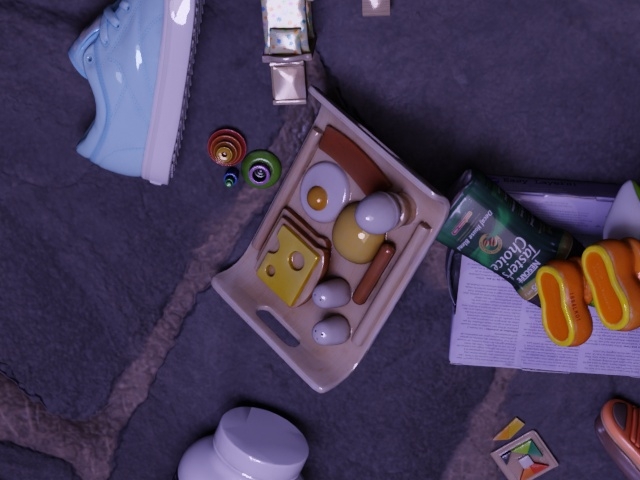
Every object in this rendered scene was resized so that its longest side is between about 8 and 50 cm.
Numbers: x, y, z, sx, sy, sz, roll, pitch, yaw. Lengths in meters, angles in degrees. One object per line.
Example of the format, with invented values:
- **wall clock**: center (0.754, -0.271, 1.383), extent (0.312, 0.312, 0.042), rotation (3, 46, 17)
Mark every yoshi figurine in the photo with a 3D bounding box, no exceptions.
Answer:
- **yoshi figurine**: center (0.440, 0.050, 1.591), extent (0.362, 0.203, 0.203), rotation (-17, 133, -29)

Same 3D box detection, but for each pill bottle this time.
- **pill bottle**: center (-0.130, 0.389, 1.841), extent (0.182, 0.181, 0.323), rotation (21, 114, -5)

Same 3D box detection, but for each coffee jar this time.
- **coffee jar**: center (0.226, 0.001, 1.632), extent (0.184, 0.079, 0.096), rotation (33, 112, -8)

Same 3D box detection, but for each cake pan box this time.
- **cake pan box**: center (0.291, 0.046, 1.725), extent (0.267, 0.070, 0.245), rotation (3, 112, 2)

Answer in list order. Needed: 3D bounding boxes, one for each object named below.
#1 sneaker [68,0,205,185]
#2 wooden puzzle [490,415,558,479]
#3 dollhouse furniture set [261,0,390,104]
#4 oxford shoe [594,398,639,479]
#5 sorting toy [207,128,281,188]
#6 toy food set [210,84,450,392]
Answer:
- **sneaker**: center (-0.219, -0.239, 1.599), extent (0.150, 0.135, 0.365), rotation (10, 113, -4)
- **wooden puzzle**: center (0.277, 0.298, 1.865), extent (0.078, 0.014, 0.116), rotation (-37, 107, 18)
- **dollhouse furniture set**: center (0.014, -0.241, 1.598), extent (0.161, 0.101, 0.181), rotation (-2, 113, 5)
- **oxford shoe**: center (0.457, 0.369, 1.827), extent (0.133, 0.130, 0.363), rotation (-32, 103, 30)
- **sorting toy**: center (-0.099, -0.093, 1.704), extent (0.102, 0.042, 0.061), rotation (34, 112, -11)
- **toy food set**: center (0.000, 0.000, 1.645), extent (0.220, 0.092, 0.306), rotation (43, 119, 25)
